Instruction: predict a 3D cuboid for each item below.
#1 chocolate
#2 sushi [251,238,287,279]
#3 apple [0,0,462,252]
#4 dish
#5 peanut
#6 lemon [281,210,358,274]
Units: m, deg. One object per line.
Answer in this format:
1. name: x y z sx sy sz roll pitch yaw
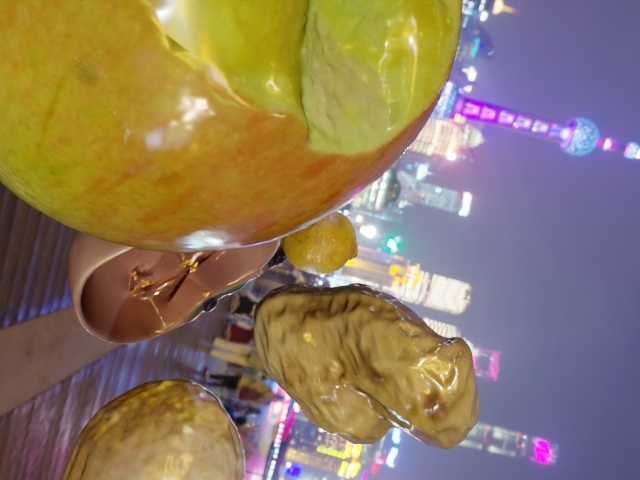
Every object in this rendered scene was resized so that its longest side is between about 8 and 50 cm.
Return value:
1. chocolate: -0.145 0.246 0.468 0.134 0.134 0.309 -23 137 -88
2. sushi: -0.088 -0.004 1.149 0.226 0.097 0.103 -32 -178 -11
3. apple: -0.087 -0.152 0.437 0.339 0.340 0.339 15 90 -89
4. dish: -0.153 0.003 0.644 0.090 0.213 0.213 56 -16 25
5. peanut: 0.043 0.120 0.622 0.196 0.233 0.110 58 42 -27
6. lemon: 0.000 0.000 1.030 0.109 0.133 0.109 -60 -164 30
